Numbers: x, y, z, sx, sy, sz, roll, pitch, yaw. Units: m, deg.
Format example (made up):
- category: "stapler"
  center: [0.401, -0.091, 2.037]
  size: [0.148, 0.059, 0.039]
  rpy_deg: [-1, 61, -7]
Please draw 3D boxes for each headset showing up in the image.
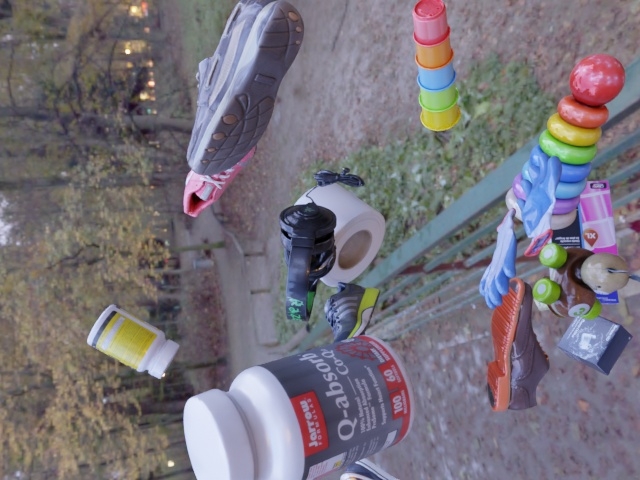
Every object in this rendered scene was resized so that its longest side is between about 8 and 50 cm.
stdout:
- category: "headset"
  center: [0.000, 0.000, 1.337]
  size: [0.243, 0.185, 0.394]
  rpy_deg: [89, -172, -60]

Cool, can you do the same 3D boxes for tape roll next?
- category: "tape roll"
  center: [0.039, -0.017, 1.579]
  size: [0.169, 0.246, 0.246]
  rpy_deg: [37, 137, 32]

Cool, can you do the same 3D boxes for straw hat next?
- category: "straw hat"
  center: [0.677, 0.180, 1.708]
  size: [0.061, 0.144, 0.145]
  rpy_deg: [-35, 57, 41]

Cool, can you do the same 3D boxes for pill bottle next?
- category: "pill bottle"
  center: [-0.482, 0.266, 1.480]
  size: [0.119, 0.208, 0.119]
  rpy_deg: [-59, 4, 7]
- category: "pill bottle"
  center: [-0.031, 0.303, 0.979]
  size: [0.210, 0.362, 0.210]
  rpy_deg: [19, 114, 52]

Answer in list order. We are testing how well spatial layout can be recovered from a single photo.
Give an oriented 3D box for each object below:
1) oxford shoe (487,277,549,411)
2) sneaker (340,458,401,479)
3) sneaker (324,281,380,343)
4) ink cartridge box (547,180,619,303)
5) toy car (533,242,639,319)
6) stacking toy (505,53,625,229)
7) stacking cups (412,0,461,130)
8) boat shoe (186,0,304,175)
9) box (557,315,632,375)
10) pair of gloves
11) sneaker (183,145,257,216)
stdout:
- category: "oxford shoe"
  center: [0.382, 0.198, 1.082]
  size: [0.097, 0.098, 0.271]
  rpy_deg: [-88, -1, -70]
- category: "sneaker"
  center: [0.193, 0.720, 1.545]
  size: [0.321, 0.127, 0.126]
  rpy_deg: [16, 125, 31]
- category: "sneaker"
  center: [0.059, 0.205, 1.425]
  size: [0.300, 0.121, 0.111]
  rpy_deg: [-55, -18, -59]
- category: "ink cartridge box"
  center: [0.753, 0.000, 1.644]
  size: [0.069, 0.175, 0.371]
  rpy_deg: [60, -148, -63]
- category: "toy car"
  center: [0.555, 0.083, 1.131]
  size: [0.188, 0.155, 0.149]
  rpy_deg: [-8, 65, 64]
- category: "stacking toy"
  center: [0.465, -0.186, 1.070]
  size: [0.141, 0.141, 0.330]
  rpy_deg: [-112, 23, -47]
- category: "stacking cups"
  center: [0.241, -0.373, 1.220]
  size: [0.316, 0.096, 0.096]
  rpy_deg: [60, -169, -55]
- category: "boat shoe"
  center: [-0.160, -0.289, 1.071]
  size: [0.130, 0.132, 0.355]
  rpy_deg: [42, 109, 28]
- category: "box"
  center: [0.900, 0.331, 1.872]
  size: [0.156, 0.093, 0.158]
  rpy_deg: [-56, 31, -4]
- category: "pair of gloves"
  center: [0.248, -0.009, 0.720]
  size: [0.198, 0.023, 0.159]
  rpy_deg: [109, -177, -47]
- category: "sneaker"
  center: [-0.253, -0.163, 1.413]
  size: [0.314, 0.116, 0.136]
  rpy_deg: [-44, 26, 43]
